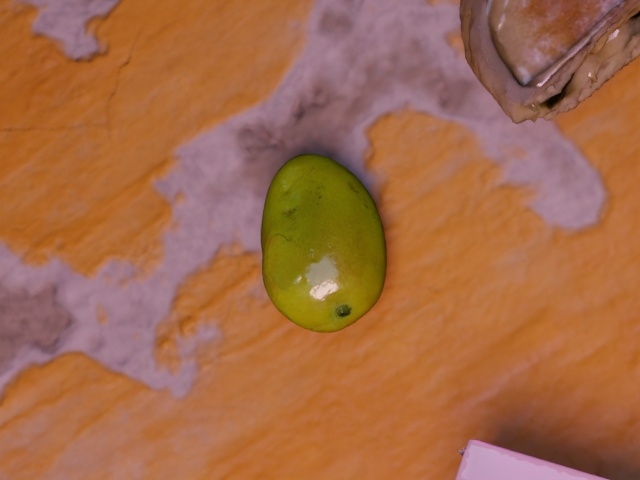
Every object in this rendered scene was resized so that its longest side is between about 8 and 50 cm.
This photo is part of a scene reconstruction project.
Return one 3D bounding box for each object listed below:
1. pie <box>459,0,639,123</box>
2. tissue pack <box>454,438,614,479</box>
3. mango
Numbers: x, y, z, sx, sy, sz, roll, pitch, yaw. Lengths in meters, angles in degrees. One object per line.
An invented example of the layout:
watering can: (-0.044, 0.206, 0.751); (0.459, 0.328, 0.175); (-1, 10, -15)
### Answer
pie: (0.231, -0.186, 0.980); (0.337, 0.075, 0.338); (-5, 69, 14)
tissue pack: (0.111, 0.239, 0.887); (0.148, 0.092, 0.246); (16, 80, 18)
mango: (0.000, 0.000, 1.001); (0.073, 0.056, 0.108); (-16, 69, 5)
